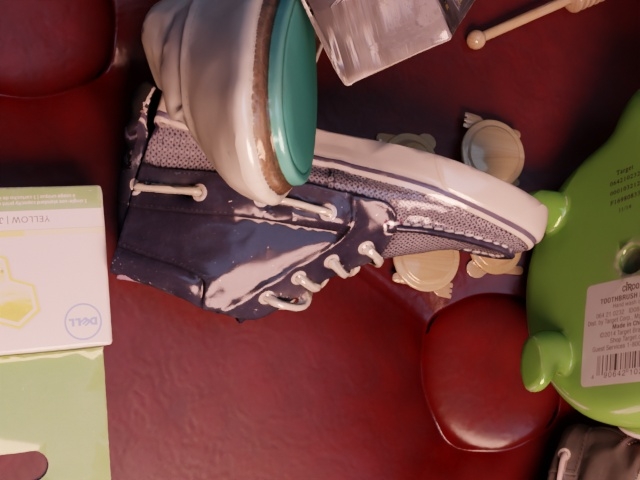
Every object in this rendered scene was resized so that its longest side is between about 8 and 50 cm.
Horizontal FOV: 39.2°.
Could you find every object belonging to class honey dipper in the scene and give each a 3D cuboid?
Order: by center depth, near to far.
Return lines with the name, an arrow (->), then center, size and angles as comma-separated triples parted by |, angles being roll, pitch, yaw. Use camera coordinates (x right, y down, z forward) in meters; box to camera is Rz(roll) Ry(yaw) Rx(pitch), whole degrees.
honey dipper -> 0.207, -0.217, 0.859 | 0.160, 0.030, 0.031 | -26, 91, -20

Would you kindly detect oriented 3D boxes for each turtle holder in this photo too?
turtle holder -> 0.304, 0.022, 0.774 | 0.227, 0.243, 0.320 | 25, 34, -30

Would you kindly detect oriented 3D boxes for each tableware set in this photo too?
tableware set -> 0.123, -0.033, 0.806 | 0.141, 0.020, 0.169 | -2, 84, -19

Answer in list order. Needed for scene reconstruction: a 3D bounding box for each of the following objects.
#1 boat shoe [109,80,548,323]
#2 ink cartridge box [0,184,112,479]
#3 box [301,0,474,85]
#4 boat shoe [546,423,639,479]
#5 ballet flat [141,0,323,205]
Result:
boat shoe -> 0.000, 0.000, 0.704 | 0.340, 0.127, 0.158 | 15, 82, -3
ink cartridge box -> -0.237, 0.082, 0.645 | 0.171, 0.056, 0.235 | -3, 81, -20
box -> 0.030, -0.265, 0.616 | 0.243, 0.076, 0.307 | 62, 25, -16
boat shoe -> 0.195, 0.314, 0.753 | 0.112, 0.095, 0.335 | 42, 71, -47
ballet flat -> -0.053, -0.156, 0.636 | 0.139, 0.139, 0.400 | 27, 39, -14
